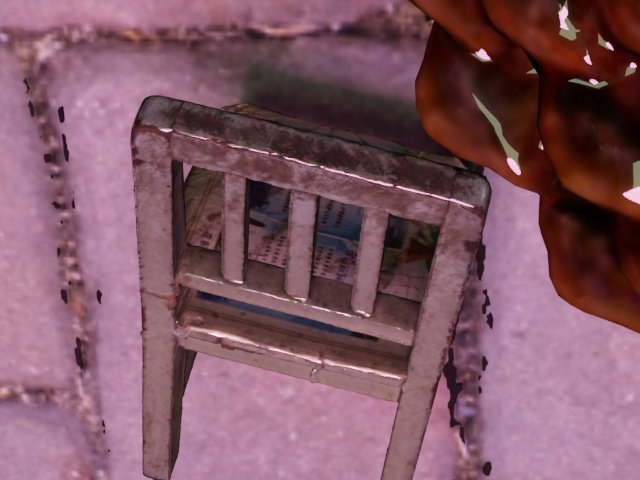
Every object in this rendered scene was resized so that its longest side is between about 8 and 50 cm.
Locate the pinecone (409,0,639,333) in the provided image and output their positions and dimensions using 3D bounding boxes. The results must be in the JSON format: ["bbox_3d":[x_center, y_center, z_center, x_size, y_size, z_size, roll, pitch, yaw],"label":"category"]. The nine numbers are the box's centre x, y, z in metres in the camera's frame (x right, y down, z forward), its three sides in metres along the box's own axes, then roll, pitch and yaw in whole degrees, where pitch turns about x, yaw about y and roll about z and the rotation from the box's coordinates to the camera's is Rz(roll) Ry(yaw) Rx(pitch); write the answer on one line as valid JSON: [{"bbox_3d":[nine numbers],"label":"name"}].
[{"bbox_3d":[0.203,-0.144,0.463,0.397,0.398,0.398,4,117,9],"label":"pinecone"}]

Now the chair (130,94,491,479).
[{"bbox_3d":[0.000,0.000,0.645,0.136,0.147,0.270,13,142,5],"label":"chair"}]
